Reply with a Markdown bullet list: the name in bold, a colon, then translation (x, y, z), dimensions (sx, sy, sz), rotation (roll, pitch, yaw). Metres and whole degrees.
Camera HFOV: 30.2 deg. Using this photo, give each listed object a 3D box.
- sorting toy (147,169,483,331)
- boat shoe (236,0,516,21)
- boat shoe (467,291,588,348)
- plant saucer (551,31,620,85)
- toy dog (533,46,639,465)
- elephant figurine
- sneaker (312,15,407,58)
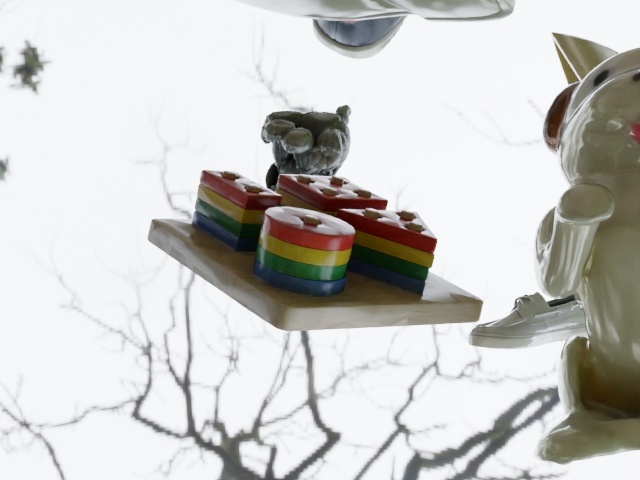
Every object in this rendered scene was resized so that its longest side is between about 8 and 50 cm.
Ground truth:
- **sorting toy**: translation (0.000, 0.000, 1.215), dimensions (0.257, 0.089, 0.255), rotation (1, -161, -39)
- **boat shoe**: translation (0.016, -0.248, 0.956), dimensions (0.340, 0.113, 0.127), rotation (12, 175, 45)
- **boat shoe**: translation (0.264, 0.093, 1.444), dimensions (0.184, 0.063, 0.066), rotation (-6, -174, -13)
- **plant saucer**: translation (0.424, -0.105, 1.597), dimensions (0.081, 0.332, 0.332), rotation (-21, -156, 10)
- **toy dog**: translation (0.375, -0.003, 1.240), dimensions (0.285, 0.407, 0.395), rotation (-9, 177, 30)
- **elephant figurine**: translation (-0.034, -0.087, 1.959), dimensions (0.186, 0.239, 0.169), rotation (0, -153, -12)
- **sneaker**: translation (0.102, -0.371, 1.316), dimensions (0.131, 0.148, 0.350), rotation (22, -110, 7)
